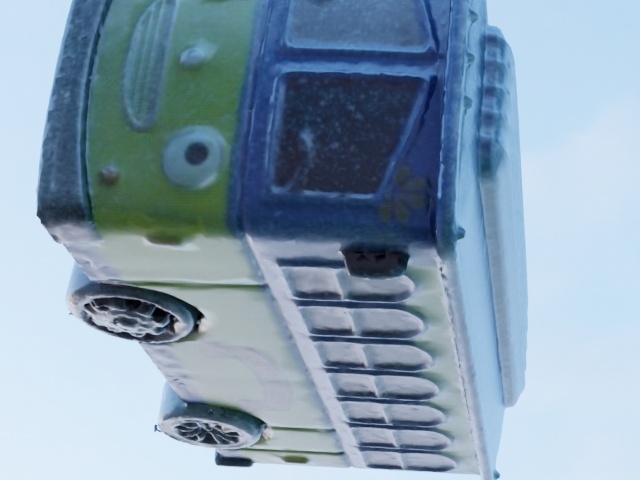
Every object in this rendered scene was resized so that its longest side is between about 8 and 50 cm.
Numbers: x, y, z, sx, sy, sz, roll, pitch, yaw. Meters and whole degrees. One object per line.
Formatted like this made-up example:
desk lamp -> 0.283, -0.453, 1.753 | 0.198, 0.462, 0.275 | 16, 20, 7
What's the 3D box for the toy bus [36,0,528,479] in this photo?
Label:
toy bus -> 0.000, 0.000, 0.617 | 0.190, 0.152, 0.312 | 2, -27, 12
